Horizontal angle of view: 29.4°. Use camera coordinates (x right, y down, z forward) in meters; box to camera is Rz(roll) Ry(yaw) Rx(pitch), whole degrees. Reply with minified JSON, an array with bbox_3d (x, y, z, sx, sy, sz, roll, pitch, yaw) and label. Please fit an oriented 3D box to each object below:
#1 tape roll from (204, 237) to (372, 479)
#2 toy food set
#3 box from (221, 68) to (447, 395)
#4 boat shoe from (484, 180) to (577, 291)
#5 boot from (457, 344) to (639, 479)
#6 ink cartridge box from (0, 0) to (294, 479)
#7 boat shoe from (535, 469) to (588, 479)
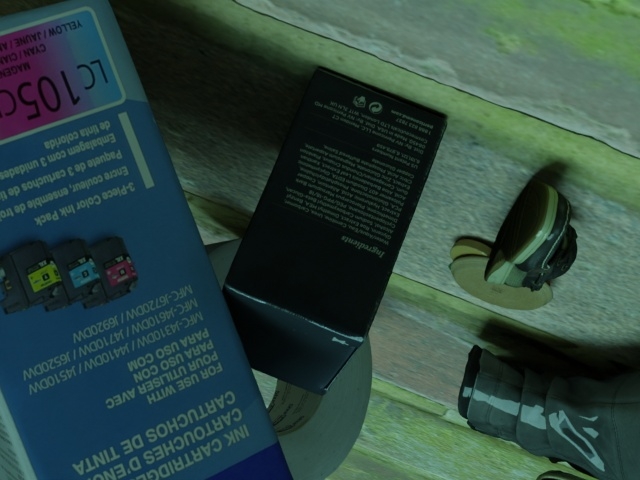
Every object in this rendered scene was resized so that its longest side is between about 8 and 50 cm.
[{"bbox_3d":[-0.060,0.107,1.030,0.219,0.219,0.072,34,154,-31],"label":"tape roll"},{"bbox_3d":[0.137,0.029,0.927,0.083,0.020,0.082,16,159,13],"label":"toy food set"},{"bbox_3d":[0.000,0.000,0.793,0.093,0.158,0.156,22,159,-1],"label":"box"},{"bbox_3d":[0.147,0.000,0.809,0.049,0.056,0.152,16,169,0],"label":"boat shoe"},{"bbox_3d":[0.215,0.141,0.989,0.223,0.118,0.338,18,160,13],"label":"boot"},{"bbox_3d":[-0.161,0.071,0.787,0.270,0.151,0.395,-8,102,67],"label":"ink cartridge box"},{"bbox_3d":[0.265,0.248,1.024,0.190,0.068,0.072,18,162,23],"label":"boat shoe"}]
